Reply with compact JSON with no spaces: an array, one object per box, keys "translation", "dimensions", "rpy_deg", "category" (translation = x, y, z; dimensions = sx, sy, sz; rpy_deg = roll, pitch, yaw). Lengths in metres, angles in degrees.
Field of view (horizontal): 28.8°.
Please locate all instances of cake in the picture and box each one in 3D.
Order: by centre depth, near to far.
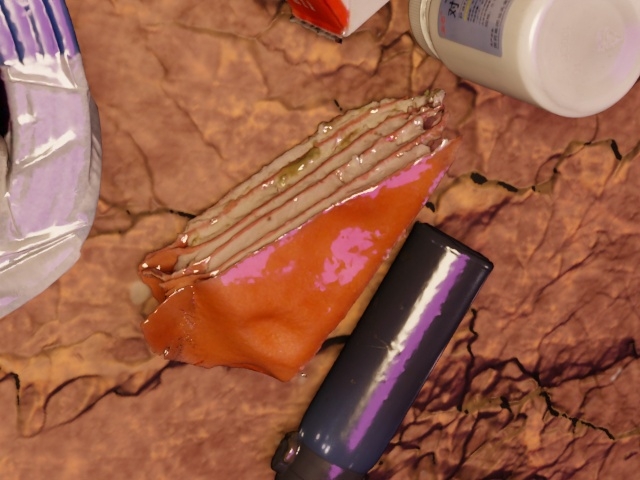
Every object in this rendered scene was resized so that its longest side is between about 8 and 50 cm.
[{"translation":[-0.002,-0.002,0.930],"dimensions":[0.287,0.098,0.135],"rpy_deg":[-40,116,-2],"category":"cake"}]

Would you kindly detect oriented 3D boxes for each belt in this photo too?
[{"translation":[-0.263,-0.120,0.766],"dimensions":[0.212,0.117,0.347],"rpy_deg":[-24,113,-14],"category":"belt"}]

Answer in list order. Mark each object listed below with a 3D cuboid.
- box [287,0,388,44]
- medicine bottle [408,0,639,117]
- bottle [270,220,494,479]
[{"translation":[0.027,-0.249,0.858],"dimensions":[0.182,0.099,0.133],"rpy_deg":[-42,124,-6],"category":"box"},{"translation":[0.141,-0.155,0.886],"dimensions":[0.102,0.186,0.103],"rpy_deg":[-7,110,-20],"category":"medicine bottle"},{"translation":[0.045,0.104,0.995],"dimensions":[0.082,0.072,0.244],"rpy_deg":[28,95,-17],"category":"bottle"}]
